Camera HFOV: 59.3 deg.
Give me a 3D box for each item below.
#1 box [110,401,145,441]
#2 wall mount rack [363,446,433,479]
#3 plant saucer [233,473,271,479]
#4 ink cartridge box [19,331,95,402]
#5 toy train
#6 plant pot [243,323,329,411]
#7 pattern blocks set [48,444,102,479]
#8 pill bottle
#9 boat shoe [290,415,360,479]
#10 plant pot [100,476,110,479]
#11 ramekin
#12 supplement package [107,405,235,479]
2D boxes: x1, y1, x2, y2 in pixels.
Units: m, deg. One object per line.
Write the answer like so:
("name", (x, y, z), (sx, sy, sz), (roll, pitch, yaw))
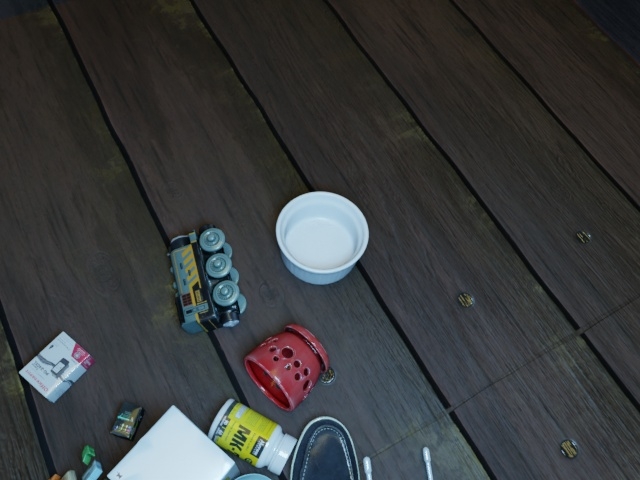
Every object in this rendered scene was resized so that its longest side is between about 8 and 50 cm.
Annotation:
("box", (-0.502, 0.473, 1.468), (0.052, 0.062, 0.083), (16, 62, 1))
("wall mount rack", (0.243, 0.668, 1.352), (0.350, 0.130, 0.304), (7, 26, -34))
("plant saucer", (-0.186, 0.659, 1.361), (0.195, 0.037, 0.195), (0, 90, -32))
("ink cartridge box", (-0.709, 0.342, 1.516), (0.109, 0.063, 0.150), (36, 64, 13))
("toy train", (-0.339, 0.111, 1.640), (0.190, 0.142, 0.334), (-18, 65, -4))
("plant pot", (-0.083, 0.333, 1.513), (0.191, 0.191, 0.174), (43, 64, 16))
("pattern blocks set", (-0.622, 0.624, 1.275), (0.026, 0.285, 0.325), (43, 65, -24))
("pill bottle", (-0.173, 0.508, 1.450), (0.208, 0.119, 0.119), (26, 63, 8))
("boat shoe", (0.014, 0.676, 1.351), (0.187, 0.156, 0.500), (10, 60, -8))
("plant pot", (-0.453, 0.736, 1.221), (0.280, 0.323, 0.323), (36, 63, -9))
("ramekin", (0.000, 0.000, 1.727), (0.277, 0.135, 0.277), (3, 62, -5))
("supplement package", (-0.332, 0.554, 1.329), (0.198, 0.262, 0.199), (37, 65, 14))
